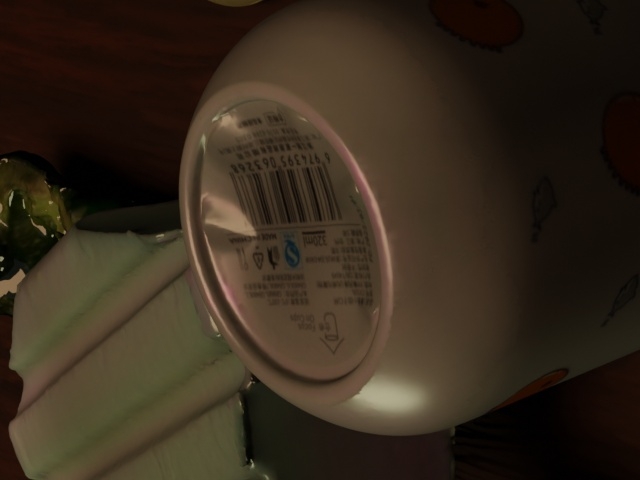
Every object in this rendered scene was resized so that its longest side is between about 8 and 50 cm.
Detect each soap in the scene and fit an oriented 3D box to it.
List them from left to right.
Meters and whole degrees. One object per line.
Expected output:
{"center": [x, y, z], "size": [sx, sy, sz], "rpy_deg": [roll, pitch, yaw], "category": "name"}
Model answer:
{"center": [-0.064, 0.101, 1.130], "size": [0.446, 0.156, 0.261], "rpy_deg": [-40, 69, 63], "category": "soap"}

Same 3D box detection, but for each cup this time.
{"center": [0.100, -0.040, 0.873], "size": [0.212, 0.317, 0.212], "rpy_deg": [24, 122, 45], "category": "cup"}

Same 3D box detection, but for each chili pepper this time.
{"center": [-0.176, 0.015, 1.430], "size": [0.264, 0.116, 0.148], "rpy_deg": [16, 105, 47], "category": "chili pepper"}

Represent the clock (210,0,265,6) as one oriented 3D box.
{"center": [-0.068, -0.276, 1.226], "size": [0.235, 0.029, 0.235], "rpy_deg": [28, 127, 44], "category": "clock"}
